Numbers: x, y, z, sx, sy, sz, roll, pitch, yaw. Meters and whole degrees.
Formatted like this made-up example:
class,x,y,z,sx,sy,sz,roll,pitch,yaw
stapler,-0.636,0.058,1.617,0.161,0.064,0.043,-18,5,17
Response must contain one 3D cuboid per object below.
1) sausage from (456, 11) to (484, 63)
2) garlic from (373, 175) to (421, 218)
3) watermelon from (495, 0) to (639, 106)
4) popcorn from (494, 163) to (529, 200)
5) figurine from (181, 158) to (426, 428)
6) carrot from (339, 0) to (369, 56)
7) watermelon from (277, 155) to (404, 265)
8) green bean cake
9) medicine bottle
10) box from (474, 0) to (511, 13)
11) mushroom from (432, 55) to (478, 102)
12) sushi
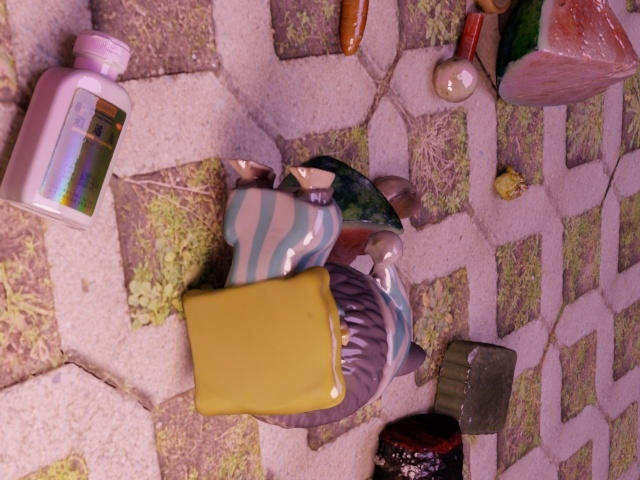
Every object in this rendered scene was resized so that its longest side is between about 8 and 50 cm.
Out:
class,x,y,z,sx,sy,sz,roll,pitch,yaw
sausage,0.268,-0.351,1.933,0.034,0.034,0.129,21,83,-54
garlic,0.125,-0.073,1.799,0.152,0.066,0.084,-14,138,-48
watermelon,0.446,-0.398,2.028,0.319,0.292,0.222,-2,83,-25
popcorn,0.386,-0.120,2.144,0.059,0.068,0.083,123,-24,-57
figurine,0.003,0.077,1.532,0.377,0.266,0.361,-1,99,-62
carrot,0.052,-0.354,1.629,0.048,0.048,0.139,-9,109,-53
watermelon,0.009,-0.008,1.609,0.207,0.136,0.202,-30,118,-29
green bean cake,0.307,0.294,2.119,0.185,0.094,0.183,11,91,-54
medicine bottle,-0.279,-0.129,1.206,0.115,0.078,0.219,27,79,-52
box,0.324,-0.476,1.970,0.105,0.037,0.105,-20,116,-49
mushroom,0.241,-0.287,1.883,0.067,0.083,0.084,-112,-161,-70
sushi,0.186,0.406,1.956,0.225,0.136,0.126,-10,110,-60
